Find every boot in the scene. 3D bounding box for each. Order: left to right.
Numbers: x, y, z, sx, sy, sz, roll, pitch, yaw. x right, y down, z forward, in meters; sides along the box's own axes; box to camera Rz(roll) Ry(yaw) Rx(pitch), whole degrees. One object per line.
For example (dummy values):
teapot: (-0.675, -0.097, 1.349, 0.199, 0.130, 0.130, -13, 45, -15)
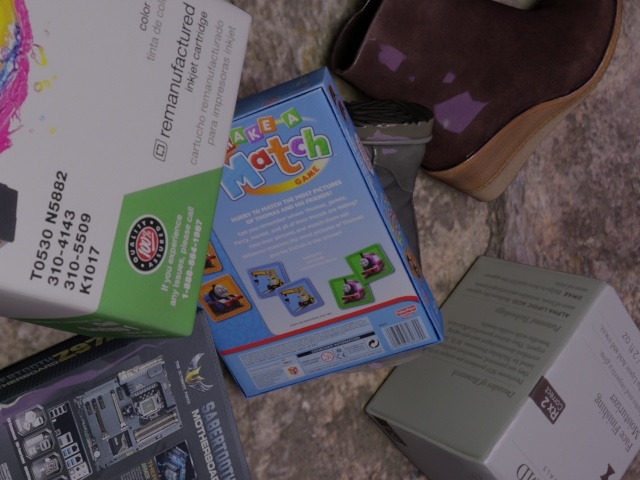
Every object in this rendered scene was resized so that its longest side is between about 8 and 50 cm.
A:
boot: (-0.001, 0.001, 0.771, 0.189, 0.076, 0.209, 1, 118, -10)
boot: (0.137, -0.174, 0.824, 0.207, 0.090, 0.248, 39, 78, -36)

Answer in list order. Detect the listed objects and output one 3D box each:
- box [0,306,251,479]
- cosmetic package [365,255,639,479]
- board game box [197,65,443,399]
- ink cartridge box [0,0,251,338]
box: (-0.139, 0.180, 0.703, 0.183, 0.059, 0.233, -24, 111, -31)
cosmetic package: (0.171, 0.136, 0.864, 0.184, 0.151, 0.151, -51, 122, -18)
board game box: (-0.026, 0.003, 0.707, 0.039, 0.160, 0.212, -80, 147, -58)
ink cartridge box: (-0.191, -0.073, 0.532, 0.278, 0.117, 0.202, 20, 74, -40)
